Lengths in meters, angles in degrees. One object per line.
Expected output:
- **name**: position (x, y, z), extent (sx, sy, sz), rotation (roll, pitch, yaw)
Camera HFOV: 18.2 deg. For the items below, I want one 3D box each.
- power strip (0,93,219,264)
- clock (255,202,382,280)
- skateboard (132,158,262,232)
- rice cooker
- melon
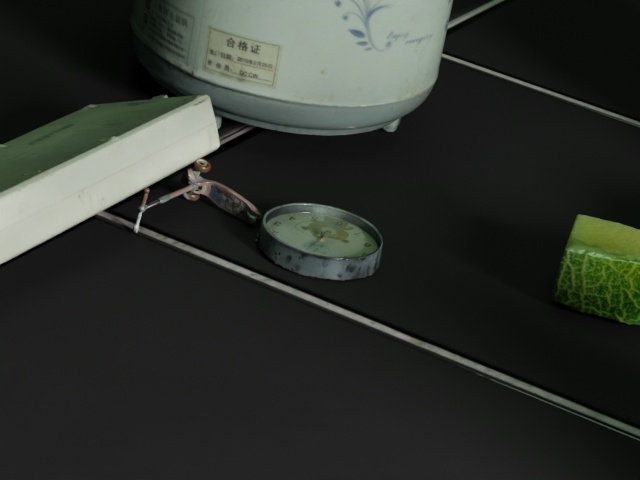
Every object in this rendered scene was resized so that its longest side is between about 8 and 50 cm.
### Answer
- **power strip**: position (-0.192, -0.026, 1.219), extent (0.106, 0.043, 0.367), rotation (-3, 16, 30)
- **clock**: position (0.000, 0.000, 1.313), extent (0.085, 0.017, 0.085), rotation (9, 25, -4)
- **skateboard**: position (-0.084, -0.021, 1.314), extent (0.064, 0.032, 0.083), rotation (33, 28, 20)
- **rice cooker**: position (-0.010, -0.240, 1.489), extent (0.317, 0.316, 0.264), rotation (28, 30, 31)
- **melon**: position (0.245, 0.015, 1.338), extent (0.209, 0.064, 0.118), rotation (-1, 28, -19)
